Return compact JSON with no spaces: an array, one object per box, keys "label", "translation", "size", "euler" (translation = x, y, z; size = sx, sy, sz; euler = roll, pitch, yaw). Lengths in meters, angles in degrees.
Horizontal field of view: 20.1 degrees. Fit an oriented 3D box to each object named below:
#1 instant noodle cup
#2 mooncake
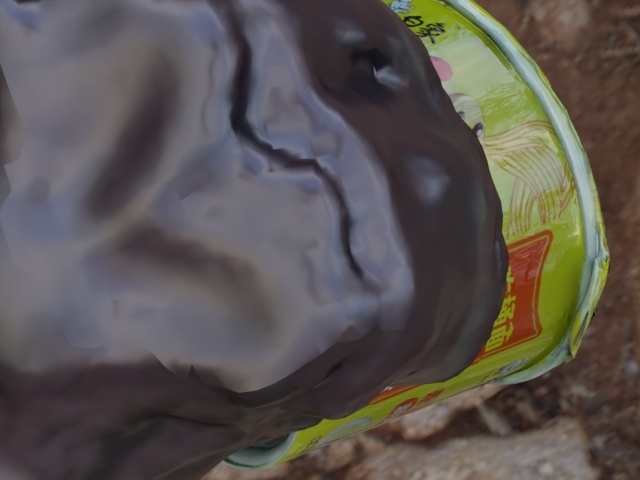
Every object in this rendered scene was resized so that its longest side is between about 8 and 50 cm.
[{"label":"instant noodle cup","translation":[0.000,0.000,1.164],"size":[0.221,0.311,0.311],"euler":[-27,82,-33]},{"label":"mooncake","translation":[-0.126,0.003,0.902],"size":[0.350,0.381,0.212],"euler":[48,18,10]}]
